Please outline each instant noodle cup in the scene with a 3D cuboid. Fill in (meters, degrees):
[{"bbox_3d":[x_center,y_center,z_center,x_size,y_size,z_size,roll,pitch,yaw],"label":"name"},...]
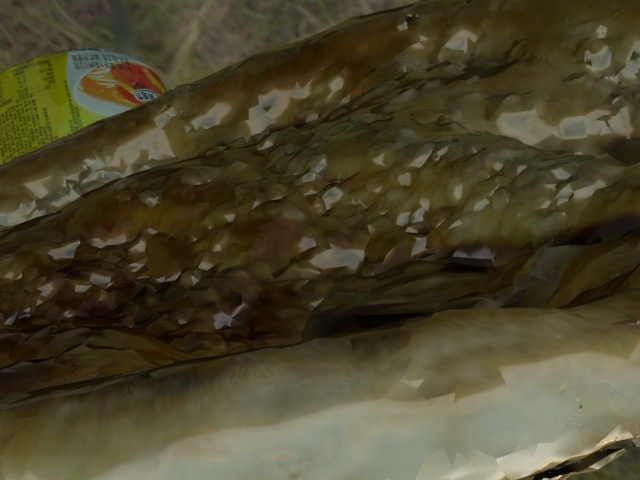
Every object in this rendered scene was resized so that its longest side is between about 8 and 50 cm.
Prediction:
[{"bbox_3d":[-0.210,-0.029,1.657,0.264,0.200,0.264,-15,150,-9],"label":"instant noodle cup"}]

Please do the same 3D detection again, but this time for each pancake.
[{"bbox_3d":[0.001,0.002,0.488,0.356,0.356,0.065,-21,110,-15],"label":"pancake"}]
